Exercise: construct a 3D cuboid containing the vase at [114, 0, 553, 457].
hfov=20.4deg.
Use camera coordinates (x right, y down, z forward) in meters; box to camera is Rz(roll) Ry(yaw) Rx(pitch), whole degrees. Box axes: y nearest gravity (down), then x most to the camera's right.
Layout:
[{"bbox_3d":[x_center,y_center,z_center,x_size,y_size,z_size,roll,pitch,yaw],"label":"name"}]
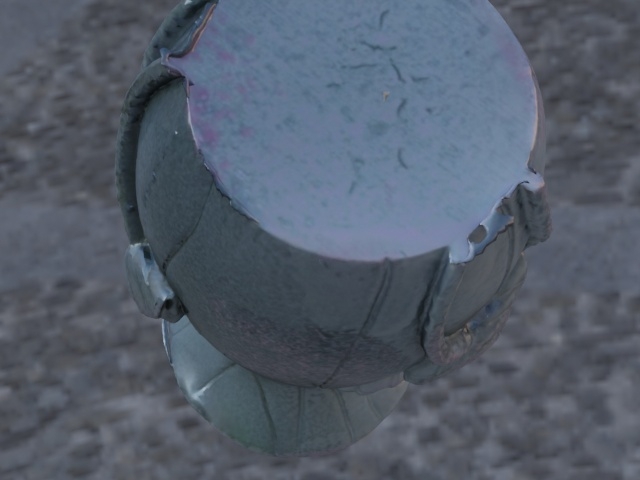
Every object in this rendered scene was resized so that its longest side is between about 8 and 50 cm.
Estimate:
[{"bbox_3d":[0.000,0.000,1.105,0.250,0.445,0.250,2,70,-6],"label":"vase"}]
